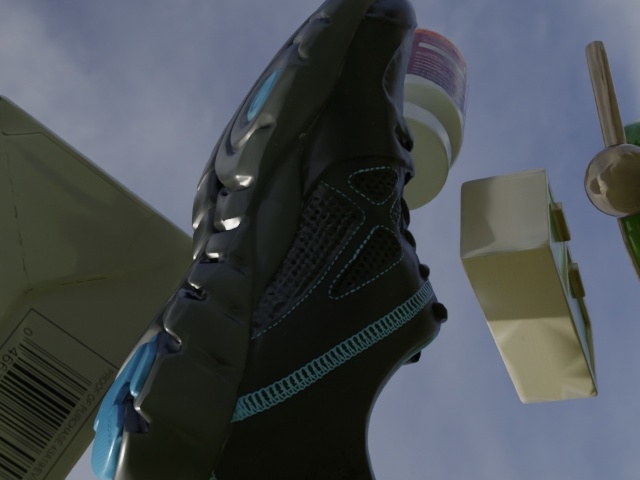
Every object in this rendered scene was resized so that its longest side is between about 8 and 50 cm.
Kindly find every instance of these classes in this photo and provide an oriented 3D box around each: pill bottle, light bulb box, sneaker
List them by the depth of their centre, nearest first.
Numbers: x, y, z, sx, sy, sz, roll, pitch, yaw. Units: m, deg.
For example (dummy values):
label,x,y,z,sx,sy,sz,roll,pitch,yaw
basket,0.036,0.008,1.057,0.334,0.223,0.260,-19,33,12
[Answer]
label,x,y,z,sx,sy,sz,roll,pitch,yaw
sneaker,0.000,0.000,0.531,0.140,0.125,0.340,28,-118,-14
light bulb box,-0.319,0.104,0.871,0.225,0.361,0.358,39,-107,-13
pill bottle,0.086,-0.125,0.979,0.221,0.121,0.121,-71,-25,-58

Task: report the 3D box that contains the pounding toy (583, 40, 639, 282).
label,x,y,z,sx,sy,sz,roll,pitch,yaw
pounding toy,0.304,-0.040,0.752,0.237,0.110,0.183,43,-136,-32

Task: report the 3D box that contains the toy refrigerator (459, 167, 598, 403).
label,x,y,z,sx,sy,sz,roll,pitch,yaw
toy refrigerator,0.224,0.056,1.005,0.269,0.094,0.102,59,-151,-44
